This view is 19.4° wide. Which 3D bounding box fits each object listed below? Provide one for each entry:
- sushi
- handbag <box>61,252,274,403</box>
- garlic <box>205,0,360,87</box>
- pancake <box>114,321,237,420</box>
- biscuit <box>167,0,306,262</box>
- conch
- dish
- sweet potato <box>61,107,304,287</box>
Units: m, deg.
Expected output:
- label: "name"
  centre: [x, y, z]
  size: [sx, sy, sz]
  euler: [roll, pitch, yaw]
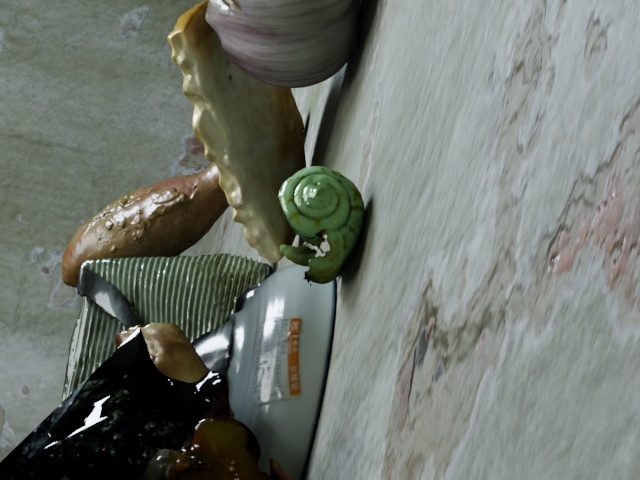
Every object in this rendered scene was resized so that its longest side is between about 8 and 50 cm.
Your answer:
- label: "sushi"
  centre: [-0.111, 0.236, 1.514]
  size: [0.215, 0.212, 0.227]
  euler: [-45, -50, -33]
- label: "handbag"
  centre: [-0.197, 0.173, 2.311]
  size: [0.247, 0.240, 0.341]
  euler: [104, 174, -74]
- label: "garlic"
  centre: [-0.048, -0.295, 2.022]
  size: [0.207, 0.257, 0.207]
  euler: [-44, 1, 1]
- label: "pancake"
  centre: [-0.129, 0.189, 1.761]
  size: [0.257, 0.056, 0.212]
  euler: [26, 122, 45]
- label: "biscuit"
  centre: [-0.085, -0.145, 2.143]
  size: [0.309, 0.040, 0.204]
  euler: [68, -151, -27]
- label: "conch"
  centre: [0.000, 0.000, 1.719]
  size: [0.170, 0.079, 0.106]
  euler: [79, -155, -67]
- label: "dish"
  centre: [-0.079, 0.144, 1.842]
  size: [0.273, 0.134, 0.273]
  euler: [-167, 90, -84]
- label: "sweet potato"
  centre: [-0.179, -0.045, 2.391]
  size: [0.385, 0.109, 0.109]
  euler: [-32, 21, 12]
